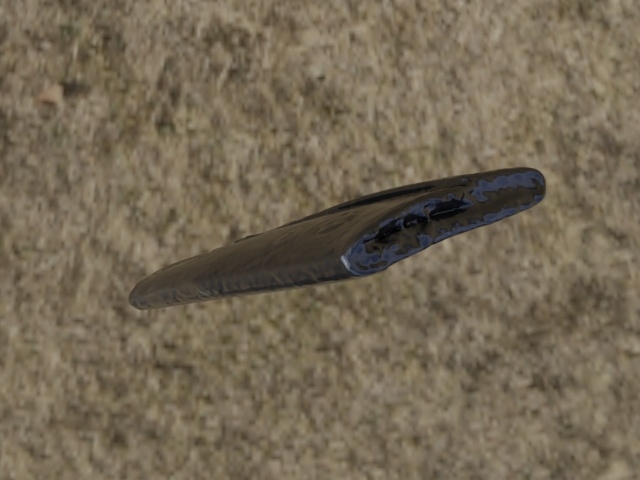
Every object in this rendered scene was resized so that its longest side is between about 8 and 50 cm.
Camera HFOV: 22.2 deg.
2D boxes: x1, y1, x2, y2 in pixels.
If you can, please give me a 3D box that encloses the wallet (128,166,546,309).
[{"bbox_3d":[0.000,0.000,1.151,0.170,0.044,0.321,-21,-175,-32],"label":"wallet"}]
